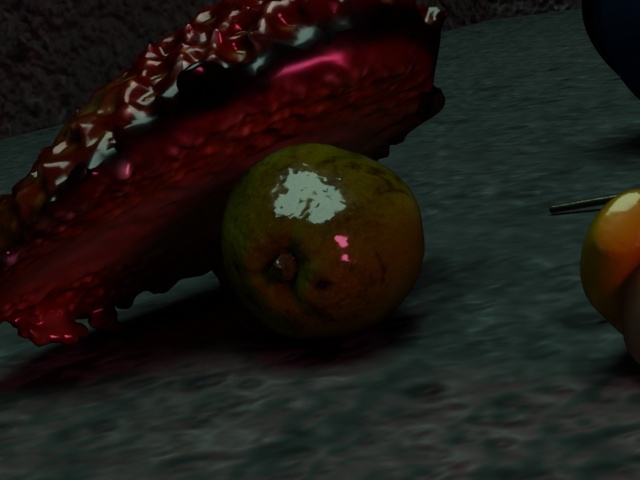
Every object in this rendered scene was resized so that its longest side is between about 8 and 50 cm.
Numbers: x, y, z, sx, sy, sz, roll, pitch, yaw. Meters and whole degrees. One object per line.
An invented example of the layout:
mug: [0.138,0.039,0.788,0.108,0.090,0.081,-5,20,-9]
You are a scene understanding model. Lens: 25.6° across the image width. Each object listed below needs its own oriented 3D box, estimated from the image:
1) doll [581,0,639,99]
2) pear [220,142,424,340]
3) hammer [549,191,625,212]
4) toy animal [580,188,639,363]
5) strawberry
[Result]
doll: [0.367,-0.212,1.134,0.310,0.240,0.284,-7,-34,21]
pear: [0.000,0.000,0.733,0.107,0.107,0.131,-6,4,18]
hammer: [0.207,-0.029,0.940,0.110,0.019,0.035,-11,9,22]
toy animal: [0.170,0.017,0.595,0.114,0.091,0.082,-27,44,-19]
strawberry: [-0.080,-0.065,0.809,0.306,0.138,0.233,-16,-29,-36]
